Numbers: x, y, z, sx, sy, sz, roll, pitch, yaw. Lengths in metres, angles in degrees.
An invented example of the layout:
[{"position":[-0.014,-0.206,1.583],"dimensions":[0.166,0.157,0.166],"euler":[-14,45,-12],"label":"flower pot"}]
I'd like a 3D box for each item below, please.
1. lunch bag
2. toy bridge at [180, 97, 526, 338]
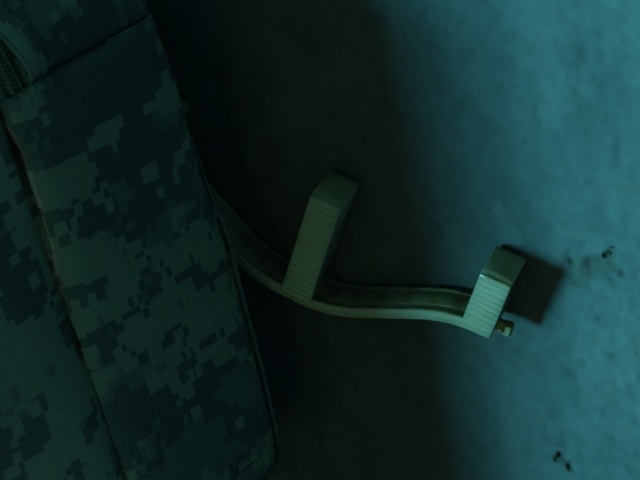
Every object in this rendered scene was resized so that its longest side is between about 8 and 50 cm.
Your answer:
[{"position":[-0.188,0.039,0.776],"dimensions":[0.212,0.256,0.305],"euler":[9,125,35],"label":"lunch bag"},{"position":[0.000,0.000,0.824],"dimensions":[0.188,0.026,0.063],"euler":[26,129,9],"label":"toy bridge"}]
